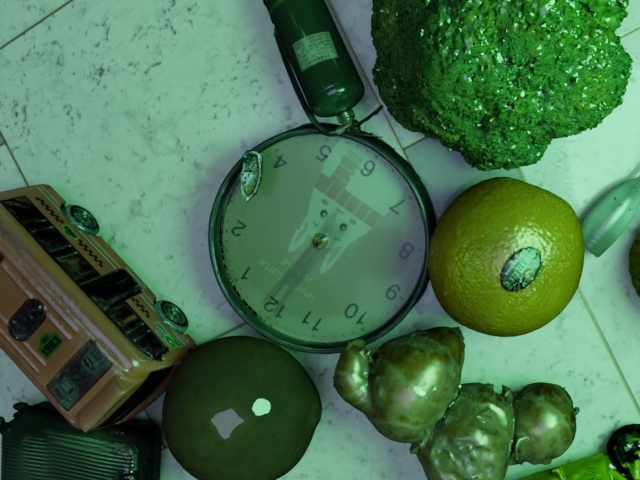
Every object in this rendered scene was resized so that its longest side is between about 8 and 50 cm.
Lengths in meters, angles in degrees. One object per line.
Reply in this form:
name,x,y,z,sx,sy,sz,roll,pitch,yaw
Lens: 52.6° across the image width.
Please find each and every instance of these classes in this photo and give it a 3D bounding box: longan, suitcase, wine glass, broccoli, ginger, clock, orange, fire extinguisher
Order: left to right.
suitcase,-0.451,0.417,1.201,0.313,0.128,0.202,7,99,12
longan,-0.125,0.276,1.049,0.258,0.258,0.257,2,98,12
clock,0.000,0.000,1.068,0.387,0.076,0.385,2,98,12
fire extinguisher,0.002,-0.268,0.992,0.118,0.093,0.294,-26,80,19
ginger,0.195,0.262,1.011,0.375,0.176,0.256,32,95,-1
broccoli,0.228,-0.273,0.874,0.321,0.309,0.413,2,132,3
orange,0.267,0.026,0.943,0.237,0.236,0.236,2,98,12
wine glass,0.458,-0.066,0.967,0.066,0.066,0.198,36,106,5

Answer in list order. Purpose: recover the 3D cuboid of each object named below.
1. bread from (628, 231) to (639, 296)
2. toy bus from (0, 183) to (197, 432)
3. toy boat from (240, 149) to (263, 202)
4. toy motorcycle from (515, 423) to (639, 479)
bread,0.580,0.025,0.913,0.228,0.142,0.253,30,106,6
toy bus,-0.427,0.114,1.099,0.427,0.233,0.203,46,104,3
toy boat,-0.111,-0.101,1.020,0.038,0.038,0.083,8,99,11
toy motorcycle,0.405,0.437,1.013,0.342,0.142,0.206,-27,54,15
